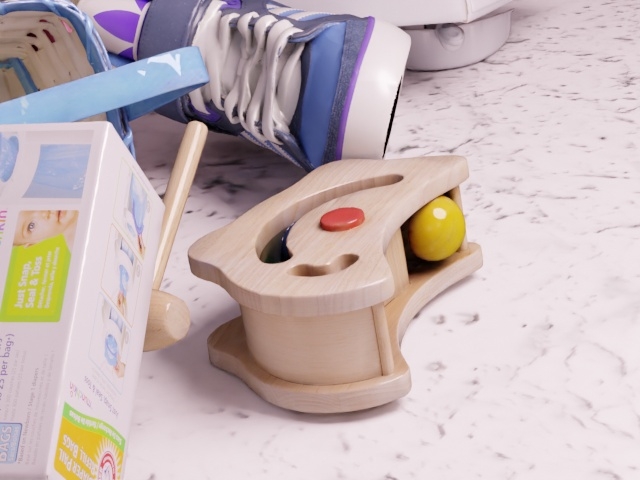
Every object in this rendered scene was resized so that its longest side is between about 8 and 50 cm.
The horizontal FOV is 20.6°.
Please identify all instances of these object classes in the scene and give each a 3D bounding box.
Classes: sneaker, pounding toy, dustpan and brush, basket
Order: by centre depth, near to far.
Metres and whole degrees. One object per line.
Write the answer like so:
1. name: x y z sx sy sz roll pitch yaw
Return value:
1. pounding toy: 0.000 0.000 1.060 0.154 0.154 0.269 9 29 39
2. basket: -0.227 -0.062 1.164 0.255 0.201 0.289 -18 -2 -22
3. sneaker: -0.070 -0.125 1.300 0.236 0.130 0.323 12 10 -7
4. dustpan and brush: 0.108 -0.182 1.544 0.147 0.060 0.211 -7 24 0

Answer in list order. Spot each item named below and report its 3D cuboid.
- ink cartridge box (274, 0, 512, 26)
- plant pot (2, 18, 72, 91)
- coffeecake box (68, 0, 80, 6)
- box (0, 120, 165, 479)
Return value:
1. ink cartridge box: 0.035 -0.265 1.552 0.309 0.130 0.272 -1 16 28
2. plant pot: -0.294 -0.130 1.399 0.201 0.201 0.180 -12 10 -12
3. coffeecake box: -0.143 -0.257 1.765 0.186 0.068 0.142 2 25 18
4. box: -0.163 0.049 0.939 0.114 0.103 0.203 -1 63 14
